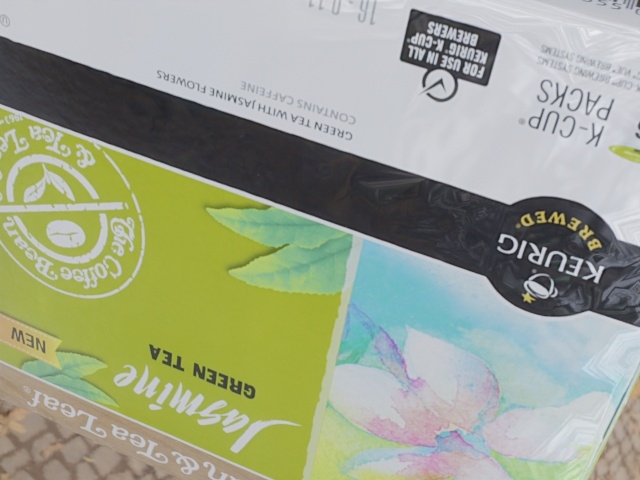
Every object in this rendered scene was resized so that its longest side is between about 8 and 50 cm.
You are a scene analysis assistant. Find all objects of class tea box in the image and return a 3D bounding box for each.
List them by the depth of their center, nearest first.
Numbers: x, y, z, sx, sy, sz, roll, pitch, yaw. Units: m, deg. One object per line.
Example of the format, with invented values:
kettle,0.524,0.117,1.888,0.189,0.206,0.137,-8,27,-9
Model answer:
tea box,0.016,-0.030,0.493,0.220,0.328,0.324,-52,157,-52
